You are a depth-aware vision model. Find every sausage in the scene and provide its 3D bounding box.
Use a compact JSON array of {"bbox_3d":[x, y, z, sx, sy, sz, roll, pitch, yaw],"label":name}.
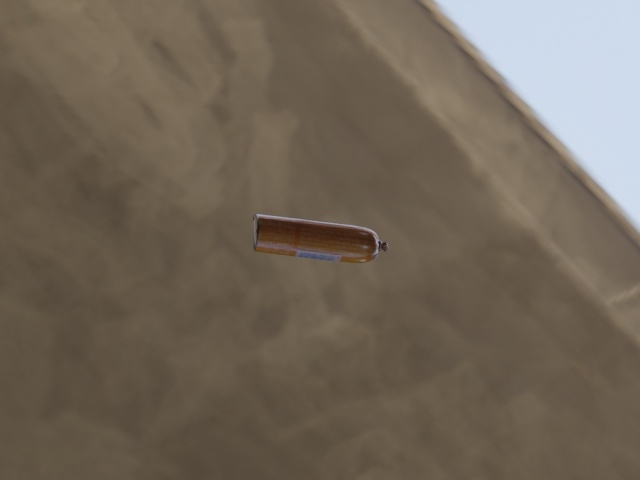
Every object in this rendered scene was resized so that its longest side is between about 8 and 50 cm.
[{"bbox_3d":[0.000,0.000,1.234,0.107,0.031,0.031,7,-127,-11],"label":"sausage"}]
